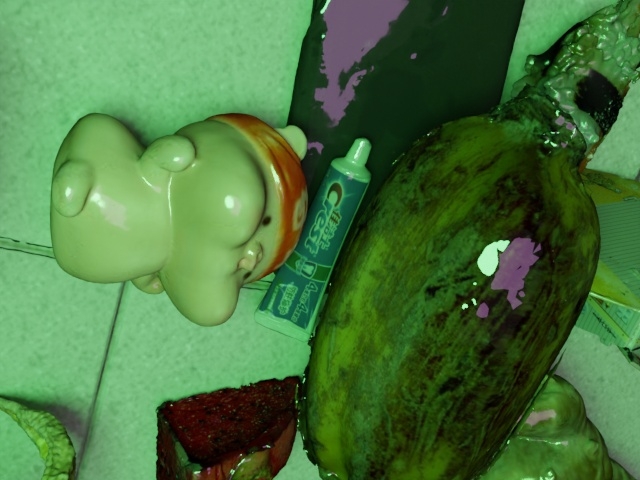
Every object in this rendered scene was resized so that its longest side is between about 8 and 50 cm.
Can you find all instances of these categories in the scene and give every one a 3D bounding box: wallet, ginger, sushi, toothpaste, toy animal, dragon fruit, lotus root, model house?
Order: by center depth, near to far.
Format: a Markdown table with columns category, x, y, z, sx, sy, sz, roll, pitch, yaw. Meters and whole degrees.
| category | x | y | z | sx | sy | sz | roll | pitch | yaw |
| --- | --- | --- | --- | --- | --- | --- | --- | --- | --- |
| toy animal | -0.110 | -0.024 | 0.656 | 0.198 | 0.171 | 0.171 | 2 | 108 | -16 |
| lotus root | 0.100 | 0.062 | 0.687 | 0.179 | 0.196 | 0.397 | -8 | 128 | -58 |
| toothpaste | 0.000 | 0.000 | 0.725 | 0.057 | 0.035 | 0.197 | 22 | 109 | -5 |
| wallet | 0.068 | -0.114 | 0.736 | 0.197 | 0.051 | 0.377 | 2 | 112 | -18 |
| sushi | 0.230 | -0.139 | 0.760 | 0.097 | 0.103 | 0.226 | 29 | 79 | 13 |
| dragon fruit | -0.072 | 0.206 | 0.771 | 0.161 | 0.120 | 0.127 | -14 | 119 | -22 |
| model house | 0.278 | 0.038 | 0.813 | 0.208 | 0.219 | 0.135 | -12 | 132 | -24 |
| ginger | 0.228 | 0.281 | 0.858 | 0.256 | 0.176 | 0.375 | -26 | 128 | -3 |

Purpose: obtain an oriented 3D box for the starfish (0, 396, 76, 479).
| category | x | y | z | sx | sy | sz | roll | pitch | yaw |
| --- | --- | --- | --- | --- | --- | --- | --- | --- | --- |
| starfish | -0.295 | 0.274 | 0.576 | 0.132 | 0.398 | 0.384 | 38 | 120 | -6 |
